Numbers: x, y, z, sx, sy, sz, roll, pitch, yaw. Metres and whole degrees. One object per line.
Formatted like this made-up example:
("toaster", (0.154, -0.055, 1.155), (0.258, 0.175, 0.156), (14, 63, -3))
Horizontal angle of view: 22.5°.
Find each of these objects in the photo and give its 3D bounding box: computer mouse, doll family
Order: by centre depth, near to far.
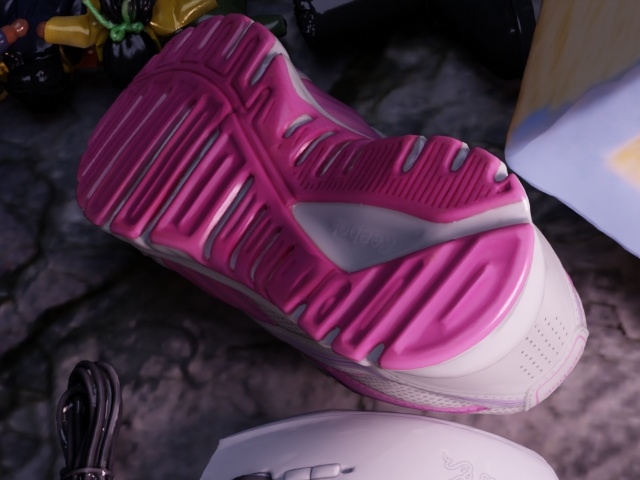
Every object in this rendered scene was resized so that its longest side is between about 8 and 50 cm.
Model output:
("computer mouse", (-0.011, 0.089, 0.571), (0.193, 0.042, 0.106), (-3, 52, 14))
("doll family", (-0.115, -0.099, 0.724), (0.193, 0.076, 0.111), (-10, 57, 8))

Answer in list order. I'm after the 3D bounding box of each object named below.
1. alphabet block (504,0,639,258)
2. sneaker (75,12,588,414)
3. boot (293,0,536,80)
("alphabet block", (0.205, -0.088, 0.544), (0.193, 0.192, 0.197), (33, 53, -22))
("sneaker", (0.000, 0.000, 0.612), (0.103, 0.111, 0.252), (-49, 44, -4))
("boot", (0.039, -0.106, 0.716), (0.099, 0.045, 0.121), (-12, 45, -2))
